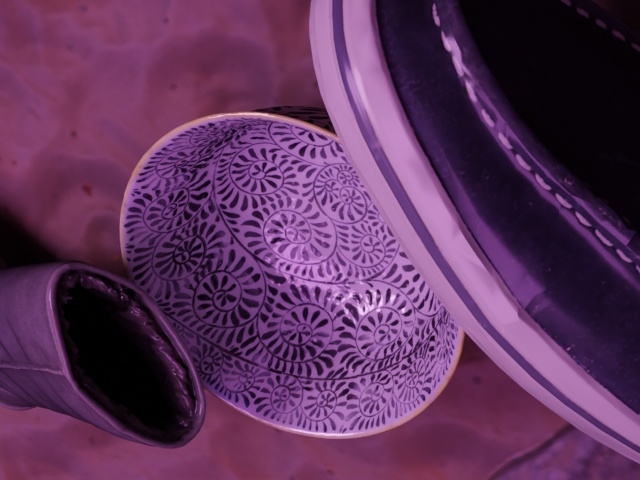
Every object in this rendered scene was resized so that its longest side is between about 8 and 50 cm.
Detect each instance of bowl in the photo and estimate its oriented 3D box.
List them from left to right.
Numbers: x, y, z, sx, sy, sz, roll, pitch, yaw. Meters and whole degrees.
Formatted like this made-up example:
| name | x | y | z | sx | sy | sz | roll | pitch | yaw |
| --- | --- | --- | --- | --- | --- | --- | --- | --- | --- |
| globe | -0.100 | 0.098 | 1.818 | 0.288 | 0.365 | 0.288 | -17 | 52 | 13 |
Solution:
| name | x | y | z | sx | sy | sz | roll | pitch | yaw |
| --- | --- | --- | --- | --- | --- | --- | --- | --- | --- |
| bowl | 0.000 | 0.000 | 0.915 | 0.170 | 0.080 | 0.170 | 13 | 124 | 20 |

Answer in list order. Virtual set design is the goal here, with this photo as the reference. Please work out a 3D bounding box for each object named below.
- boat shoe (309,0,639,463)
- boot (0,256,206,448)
| name | x | y | z | sx | sy | sz | roll | pitch | yaw |
| --- | --- | --- | --- | --- | --- | --- | --- | --- | --- |
| boat shoe | 0.212 | 0.035 | 0.764 | 0.500 | 0.187 | 0.156 | 40 | 128 | -8 |
| boot | -0.157 | 0.025 | 0.961 | 0.190 | 0.076 | 0.208 | 43 | 168 | -17 |
